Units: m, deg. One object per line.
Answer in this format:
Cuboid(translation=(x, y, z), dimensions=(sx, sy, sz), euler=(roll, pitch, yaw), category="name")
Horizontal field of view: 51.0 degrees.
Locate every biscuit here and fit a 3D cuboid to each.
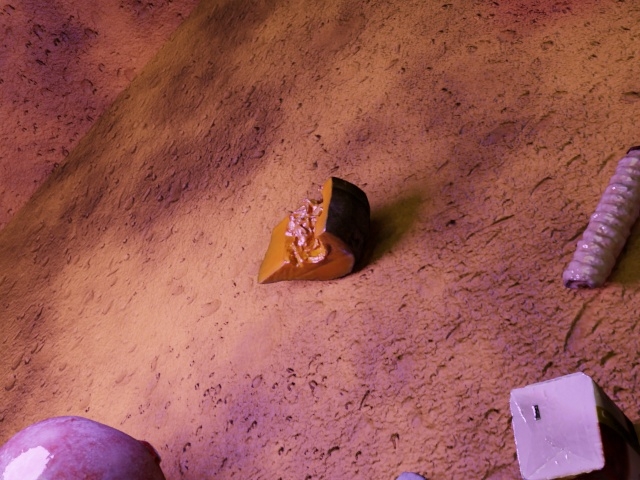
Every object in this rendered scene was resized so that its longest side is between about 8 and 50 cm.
Cuboid(translation=(0.396, -0.029, 0.909), dimensions=(0.219, 0.055, 0.061), euler=(-59, 4, -13), category="biscuit")

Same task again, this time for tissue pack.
Cuboid(translation=(0.285, 0.227, 0.731), dimensions=(0.099, 0.149, 0.106), euler=(-23, 46, 29), category="tissue pack")

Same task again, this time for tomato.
Cuboid(translation=(-0.389, 0.431, 1.063), dimensions=(0.317, 0.316, 0.282), euler=(-17, 24, 33), category="tomato")

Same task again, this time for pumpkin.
Cuboid(translation=(0.000, 0.003, 1.211), dimensions=(0.248, 0.126, 0.130), euler=(-32, 47, 48), category="pumpkin")

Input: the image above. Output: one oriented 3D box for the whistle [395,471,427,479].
Cuboid(translation=(0.149, 0.354, 0.812), dimensions=(0.122, 0.123, 0.223), euler=(-53, 18, -4), category="whistle")
